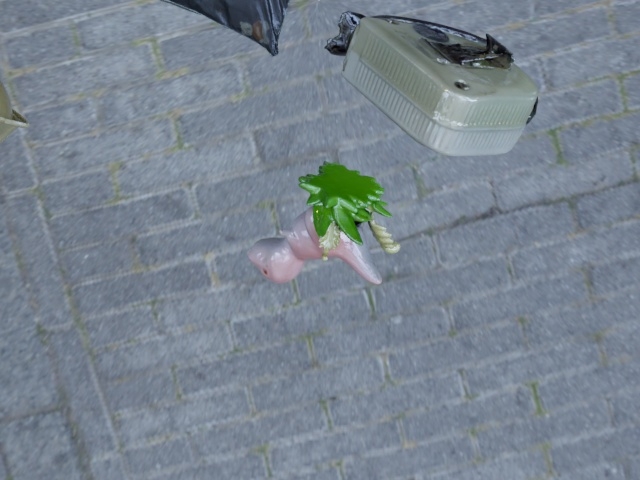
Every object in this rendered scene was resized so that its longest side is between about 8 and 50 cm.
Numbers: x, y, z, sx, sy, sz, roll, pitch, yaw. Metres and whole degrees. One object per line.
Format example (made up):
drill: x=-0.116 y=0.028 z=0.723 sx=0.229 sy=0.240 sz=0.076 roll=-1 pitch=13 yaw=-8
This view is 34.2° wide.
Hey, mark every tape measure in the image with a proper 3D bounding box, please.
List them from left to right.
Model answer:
tape measure: x=0.178 y=-0.240 z=1.491 sx=0.231 sy=0.271 sz=0.133 roll=-8 pitch=129 yaw=-40

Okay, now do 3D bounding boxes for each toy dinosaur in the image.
toy dinosaur: x=-0.001 y=0.003 z=1.359 sx=0.194 sy=0.152 sz=0.177 roll=19 pitch=117 yaw=8

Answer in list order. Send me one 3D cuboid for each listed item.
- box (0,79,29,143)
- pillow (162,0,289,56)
box: x=-0.365 y=-0.145 z=0.987 sx=0.177 sy=0.111 sz=0.111 roll=33 pitch=101 yaw=7
pillow: x=-0.086 y=-0.225 z=0.865 sx=0.150 sy=0.048 sz=0.090 roll=24 pitch=116 yaw=6
